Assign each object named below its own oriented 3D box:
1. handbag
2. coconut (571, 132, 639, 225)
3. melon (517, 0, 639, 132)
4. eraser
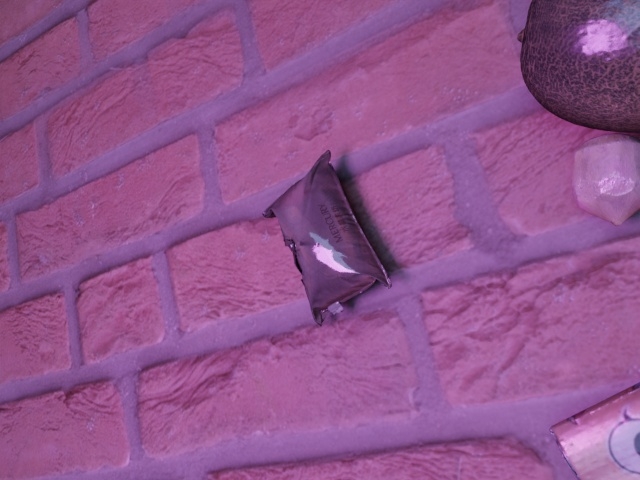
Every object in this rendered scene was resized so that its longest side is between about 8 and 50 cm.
[{"bbox_3d":[0.000,0.000,0.936,0.182,0.117,0.270,-35,69,28],"label":"handbag"},{"bbox_3d":[0.407,-0.080,0.744,0.110,0.110,0.124,0,80,27],"label":"coconut"},{"bbox_3d":[0.421,-0.257,0.674,0.329,0.248,0.248,6,86,24],"label":"melon"},{"bbox_3d":[0.466,0.247,0.670,0.290,0.087,0.171,-36,70,19],"label":"eraser"}]
